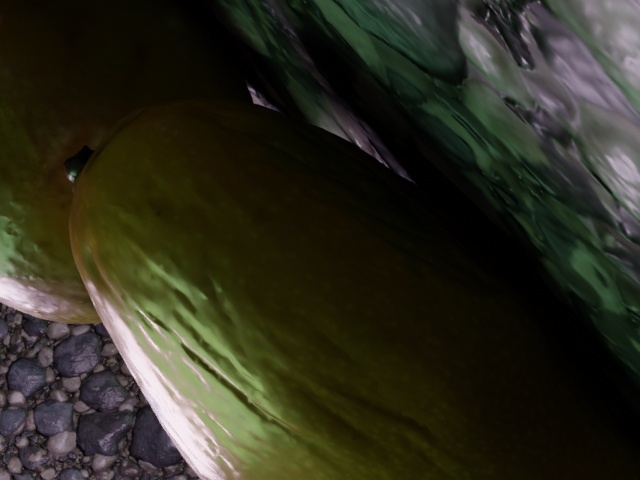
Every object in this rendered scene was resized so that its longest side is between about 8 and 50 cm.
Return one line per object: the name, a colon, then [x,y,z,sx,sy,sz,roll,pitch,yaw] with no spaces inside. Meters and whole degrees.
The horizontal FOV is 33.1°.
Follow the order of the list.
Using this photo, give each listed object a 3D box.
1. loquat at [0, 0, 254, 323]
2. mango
loquat: [-0.132,-0.041,0.624,0.246,0.213,0.213,51,177,31]
mango: [0.032,0.077,0.480,0.359,0.144,0.187,45,144,-8]
